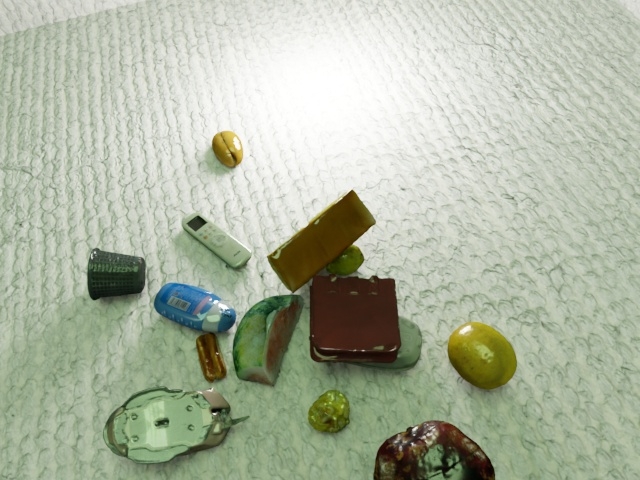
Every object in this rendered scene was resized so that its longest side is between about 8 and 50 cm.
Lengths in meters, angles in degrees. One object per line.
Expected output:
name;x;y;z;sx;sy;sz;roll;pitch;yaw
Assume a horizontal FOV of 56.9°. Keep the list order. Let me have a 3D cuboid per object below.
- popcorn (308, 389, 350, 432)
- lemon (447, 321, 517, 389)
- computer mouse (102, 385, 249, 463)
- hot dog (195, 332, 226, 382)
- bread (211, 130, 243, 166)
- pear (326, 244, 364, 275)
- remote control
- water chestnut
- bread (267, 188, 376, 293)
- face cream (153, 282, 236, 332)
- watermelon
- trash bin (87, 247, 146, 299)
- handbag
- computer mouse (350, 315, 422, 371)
popcorn;0.027;0.469;1.603;0.121;0.116;0.106;-33;75;-18
lemon;0.443;0.317;1.636;0.170;0.170;0.207;-35;58;-18
computer mouse;-0.392;0.503;1.628;0.390;0.115;0.199;-5;69;-12
hot dog;-0.330;0.348;1.774;0.071;0.045;0.165;-20;54;-7
bread;-0.361;-0.366;2.296;0.114;0.077;0.189;-19;51;-13
pear;0.076;0.060;1.913;0.132;0.107;0.107;-18;53;-20
remote control;-0.361;-0.002;2.044;0.310;0.038;0.090;35;64;28
water chestnut;0.269;0.576;1.406;0.289;0.288;0.244;-14;29;-5
bread;0.000;0.000;1.820;0.361;0.077;0.138;-39;100;-21
face cream;-0.385;0.213;1.854;0.264;0.083;0.149;18;42;19
watermelon;-0.152;0.267;1.767;0.180;0.224;0.305;40;52;-21
trash bin;-0.656;0.110;1.927;0.161;0.175;0.175;2;53;-8
handbag;0.096;0.217;1.689;0.260;0.084;0.275;0;47;-2
computer mouse;0.133;0.286;1.743;0.331;0.095;0.197;13;52;9
